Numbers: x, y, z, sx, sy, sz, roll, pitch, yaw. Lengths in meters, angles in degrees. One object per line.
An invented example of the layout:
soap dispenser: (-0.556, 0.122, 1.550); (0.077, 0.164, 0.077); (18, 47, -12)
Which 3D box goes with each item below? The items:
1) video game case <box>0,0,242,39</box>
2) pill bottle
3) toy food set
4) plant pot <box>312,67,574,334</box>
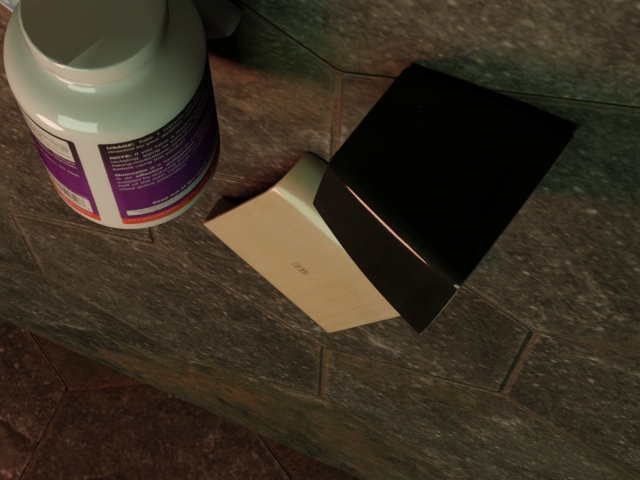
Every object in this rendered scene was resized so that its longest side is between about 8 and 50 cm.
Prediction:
video game case: (-0.279, -0.290, 1.438); (0.329, 0.036, 0.300); (38, 158, -33)
pill bottle: (-0.191, -0.143, 1.386); (0.182, 0.181, 0.323); (23, 161, 7)
toy food set: (0.000, 0.000, 1.820); (0.220, 0.092, 0.306); (42, 157, -12)
plant pot: (0.099, -0.049, 1.400); (0.167, 0.188, 0.187); (36, 163, 5)
